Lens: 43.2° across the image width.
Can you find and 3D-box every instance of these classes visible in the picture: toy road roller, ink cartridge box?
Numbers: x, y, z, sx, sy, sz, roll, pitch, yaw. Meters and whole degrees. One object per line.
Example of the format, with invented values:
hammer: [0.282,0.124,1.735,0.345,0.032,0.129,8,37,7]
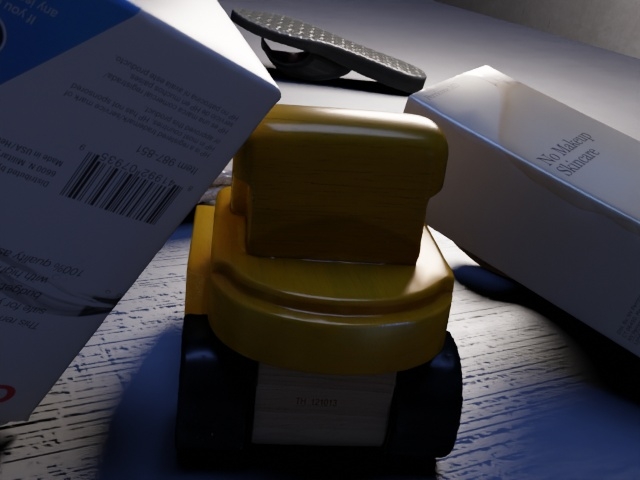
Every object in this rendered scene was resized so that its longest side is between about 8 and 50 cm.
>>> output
toy road roller: [0.000,0.000,0.627,0.202,0.241,0.329,4,23,-7]
ink cartridge box: [-0.212,-0.045,0.481,0.223,0.307,0.129,22,27,-44]

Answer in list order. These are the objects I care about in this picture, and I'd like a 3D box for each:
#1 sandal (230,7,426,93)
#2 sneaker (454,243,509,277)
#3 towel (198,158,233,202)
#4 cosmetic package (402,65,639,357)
sandal: [0.003,-0.384,1.731,0.445,0.107,0.167,22,23,4]
sneaker: [0.235,0.005,0.912,0.086,0.064,0.192,-15,37,-43]
towel: [-0.224,-0.078,0.970,0.282,0.049,0.187,-5,20,-32]
cosmetic package: [0.227,-0.033,0.736,0.309,0.113,0.160,34,39,23]
